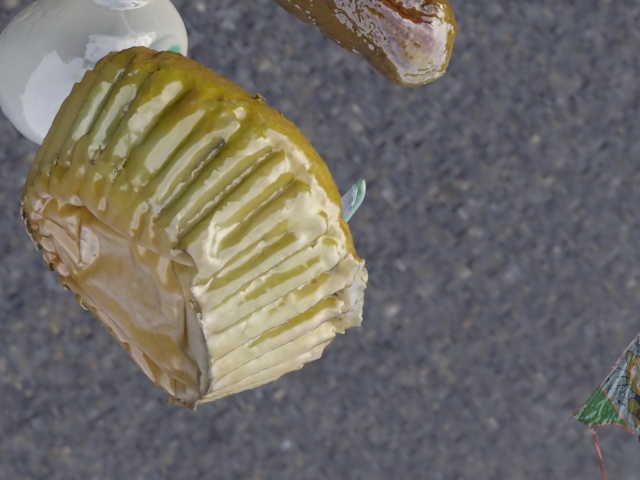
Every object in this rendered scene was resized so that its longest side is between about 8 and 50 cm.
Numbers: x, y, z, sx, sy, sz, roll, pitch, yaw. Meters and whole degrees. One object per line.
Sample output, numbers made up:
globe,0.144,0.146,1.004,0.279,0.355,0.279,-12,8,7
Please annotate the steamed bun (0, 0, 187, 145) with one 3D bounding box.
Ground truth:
steamed bun,-0.248,-0.203,2.023,0.228,0.177,0.130,-28,-179,-23

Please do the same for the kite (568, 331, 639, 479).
kite,0.298,0.202,1.690,0.006,0.198,0.244,-12,101,-36

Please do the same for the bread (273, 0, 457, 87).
bread,-0.028,-0.251,1.568,0.084,0.344,0.124,-52,169,-15

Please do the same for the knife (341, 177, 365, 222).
knife,0.000,0.000,1.824,0.014,0.030,0.207,5,146,-25

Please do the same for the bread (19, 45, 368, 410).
bread,-0.091,-0.006,1.171,0.139,0.240,0.240,-37,149,-31
